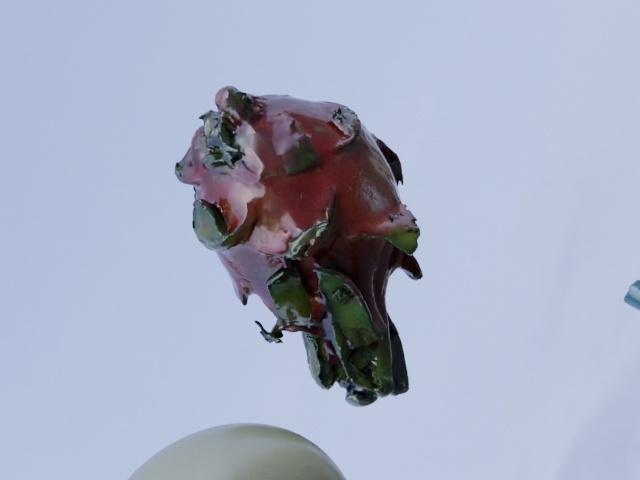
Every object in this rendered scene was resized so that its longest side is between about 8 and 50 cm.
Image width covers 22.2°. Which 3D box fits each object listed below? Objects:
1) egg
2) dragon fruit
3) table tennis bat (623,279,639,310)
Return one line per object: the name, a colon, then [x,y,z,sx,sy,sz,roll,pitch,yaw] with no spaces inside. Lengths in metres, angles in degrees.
egg: [-0.076,0.242,1.163,0.241,0.186,0.186,-54,-32,0]
dragon fruit: [-0.014,0.003,1.359,0.200,0.198,0.269,11,-117,-43]
table tennis bat: [0.294,0.074,1.205,0.019,0.155,0.100,-24,-41,-45]
